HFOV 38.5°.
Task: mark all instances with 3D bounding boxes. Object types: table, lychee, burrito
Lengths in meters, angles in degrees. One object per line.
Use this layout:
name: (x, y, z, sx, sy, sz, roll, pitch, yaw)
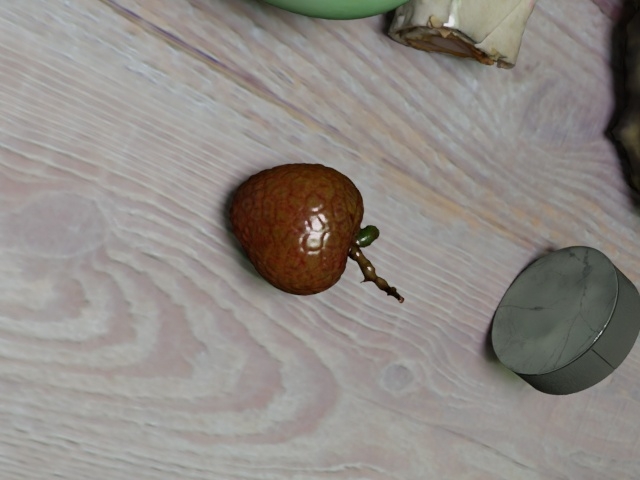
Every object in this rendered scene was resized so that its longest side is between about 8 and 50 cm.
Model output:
table: (0.221, 0.072, 0.829, 0.043, 0.133, 0.133, 38, 79, -27)
lychee: (-0.006, 0.000, 0.718, 0.140, 0.114, 0.101, 45, 119, -6)
burrito: (0.151, -0.294, 0.771, 0.143, 0.105, 0.299, 22, 85, -37)

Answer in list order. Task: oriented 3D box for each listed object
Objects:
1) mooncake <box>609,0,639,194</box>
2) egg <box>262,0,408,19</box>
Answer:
mooncake: (0.393, -0.193, 0.804, 0.393, 0.246, 0.394, 18, 100, -27)
egg: (-0.010, -0.275, 0.623, 0.269, 0.220, 0.220, 36, 79, -26)
